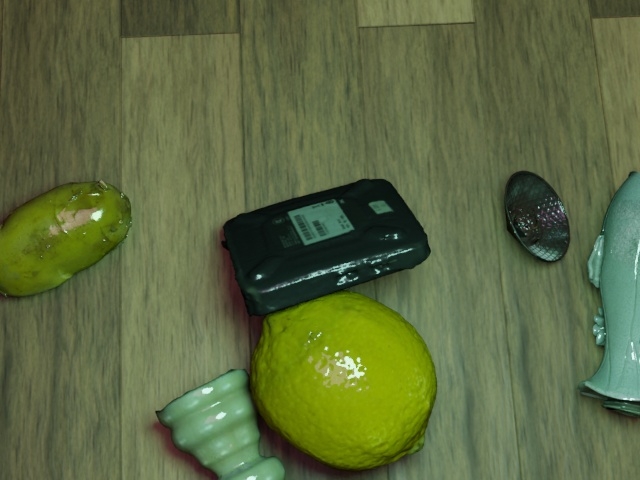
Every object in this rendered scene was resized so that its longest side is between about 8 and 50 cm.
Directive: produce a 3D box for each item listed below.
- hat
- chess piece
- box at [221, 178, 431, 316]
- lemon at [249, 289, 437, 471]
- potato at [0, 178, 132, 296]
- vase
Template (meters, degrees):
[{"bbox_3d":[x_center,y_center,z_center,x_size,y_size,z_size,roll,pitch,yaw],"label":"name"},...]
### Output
[{"bbox_3d":[0.402,-0.036,2.021,0.193,0.082,0.193,18,60,-34],"label":"hat"},{"bbox_3d":[-0.145,0.414,1.847,0.182,0.182,0.330,-27,82,-8],"label":"chess piece"},{"bbox_3d":[0.000,0.000,1.880,0.350,0.359,0.091,-18,116,-5],"label":"box"},{"bbox_3d":[0.039,0.245,1.816,0.336,0.336,0.336,0,75,-1],"label":"lemon"},{"bbox_3d":[-0.504,-0.012,1.966,0.300,0.140,0.173,-31,84,-3],"label":"potato"},{"bbox_3d":[0.614,0.105,1.904,0.250,0.250,0.445,16,81,3],"label":"vase"}]
